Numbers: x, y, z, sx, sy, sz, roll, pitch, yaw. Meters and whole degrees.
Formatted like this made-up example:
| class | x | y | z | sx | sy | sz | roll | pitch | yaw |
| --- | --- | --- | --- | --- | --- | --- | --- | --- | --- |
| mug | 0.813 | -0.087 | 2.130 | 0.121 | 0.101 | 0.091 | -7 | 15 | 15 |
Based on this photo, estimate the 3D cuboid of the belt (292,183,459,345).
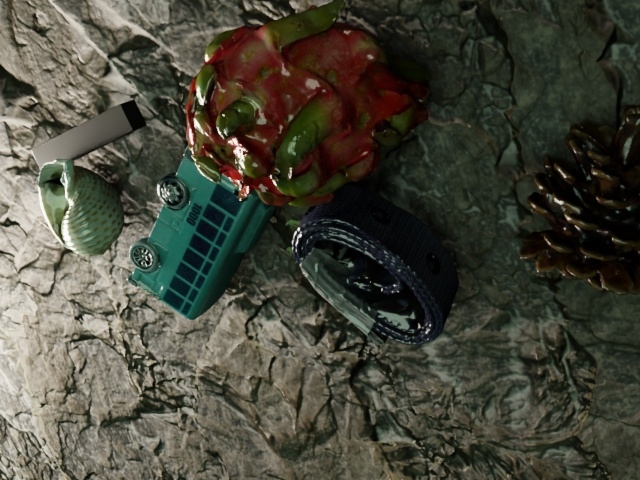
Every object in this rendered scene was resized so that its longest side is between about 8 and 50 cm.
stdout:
| class | x | y | z | sx | sy | sz | roll | pitch | yaw |
| --- | --- | --- | --- | --- | --- | --- | --- | --- | --- |
| belt | 0.076 | 0.026 | 1.193 | 0.230 | 0.126 | 0.139 | 39 | 130 | -8 |

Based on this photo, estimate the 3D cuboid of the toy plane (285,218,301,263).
| class | x | y | z | sx | sy | sz | roll | pitch | yaw |
| --- | --- | --- | --- | --- | --- | --- | --- | --- | --- |
| toy plane | 0.000 | 0.000 | 1.281 | 0.102 | 0.040 | 0.111 | 47 | 119 | -1 |

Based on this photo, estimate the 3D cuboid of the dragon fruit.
| class | x | y | z | sx | sy | sz | roll | pitch | yaw |
| --- | --- | --- | --- | --- | --- | --- | --- | --- | --- |
| dragon fruit | -0.016 | -0.158 | 1.105 | 0.231 | 0.303 | 0.236 | 7 | 104 | 63 |

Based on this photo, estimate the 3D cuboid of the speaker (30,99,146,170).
| class | x | y | z | sx | sy | sz | roll | pitch | yaw |
| --- | --- | --- | --- | --- | --- | --- | --- | --- | --- |
| speaker | -0.351 | -0.156 | 1.371 | 0.191 | 0.040 | 0.046 | -20 | 99 | 29 |

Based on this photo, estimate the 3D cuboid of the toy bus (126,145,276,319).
| class | x | y | z | sx | sy | sz | roll | pitch | yaw |
| --- | --- | --- | --- | --- | --- | --- | --- | --- | --- |
| toy bus | -0.159 | -0.025 | 1.291 | 0.147 | 0.128 | 0.256 | 34 | 121 | 6 |

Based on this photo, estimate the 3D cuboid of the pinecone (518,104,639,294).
| class | x | y | z | sx | sy | sz | roll | pitch | yaw |
| --- | --- | --- | --- | --- | --- | --- | --- | --- | --- |
| pinecone | 0.331 | -0.051 | 1.047 | 0.186 | 0.168 | 0.212 | 1 | 101 | -9 |

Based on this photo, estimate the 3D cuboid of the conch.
| class | x | y | z | sx | sy | sz | roll | pitch | yaw |
| --- | --- | --- | --- | --- | --- | --- | --- | --- | --- |
| conch | -0.361 | -0.050 | 1.383 | 0.135 | 0.102 | 0.153 | -3 | 97 | 32 |
